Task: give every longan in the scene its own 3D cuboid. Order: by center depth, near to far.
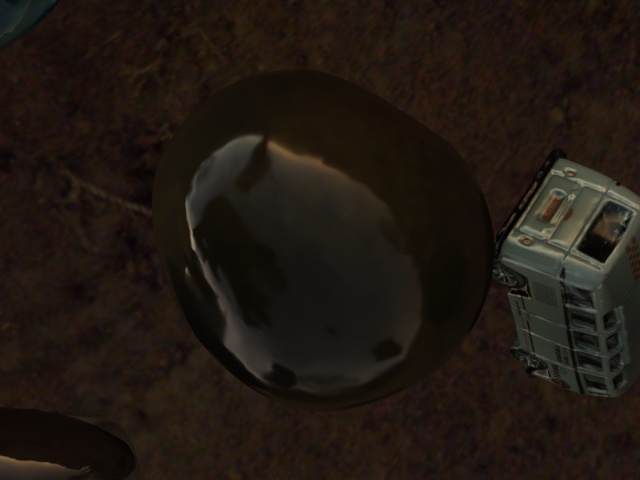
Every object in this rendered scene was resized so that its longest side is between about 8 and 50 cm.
[{"bbox_3d":[0.000,0.000,0.620,0.167,0.167,0.187,-2,137,31],"label":"longan"}]

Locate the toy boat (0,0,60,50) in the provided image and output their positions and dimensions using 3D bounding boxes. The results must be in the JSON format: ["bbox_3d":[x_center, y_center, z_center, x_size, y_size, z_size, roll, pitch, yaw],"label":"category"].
[{"bbox_3d":[-0.124,-0.200,0.351,0.092,0.134,0.299,-172,80,-73],"label":"toy boat"}]

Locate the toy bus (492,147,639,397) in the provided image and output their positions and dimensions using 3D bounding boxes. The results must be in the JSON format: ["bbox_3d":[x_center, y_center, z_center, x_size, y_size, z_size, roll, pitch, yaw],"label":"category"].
[{"bbox_3d":[0.170,0.034,0.808,0.089,0.087,0.194,24,156,29],"label":"toy bus"}]

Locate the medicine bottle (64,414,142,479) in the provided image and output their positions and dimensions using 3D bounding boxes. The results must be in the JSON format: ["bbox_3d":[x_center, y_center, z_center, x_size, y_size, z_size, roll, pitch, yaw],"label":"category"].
[{"bbox_3d":[-0.262,0.231,0.864,0.232,0.238,0.238,3,123,10],"label":"medicine bottle"}]

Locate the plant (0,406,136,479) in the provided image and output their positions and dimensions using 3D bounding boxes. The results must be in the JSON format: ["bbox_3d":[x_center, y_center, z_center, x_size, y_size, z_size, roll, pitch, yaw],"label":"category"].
[{"bbox_3d":[-0.211,0.090,0.427,0.321,0.194,0.181,39,142,-19],"label":"plant"}]
